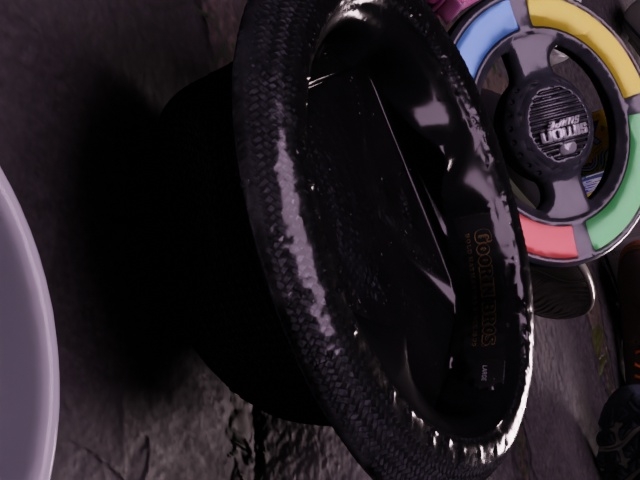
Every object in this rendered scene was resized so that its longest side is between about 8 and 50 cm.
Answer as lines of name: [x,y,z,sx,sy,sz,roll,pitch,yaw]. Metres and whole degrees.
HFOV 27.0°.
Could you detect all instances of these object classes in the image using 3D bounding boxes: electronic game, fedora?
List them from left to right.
fedora: [0.000,0.000,0.799,0.334,0.153,0.334,28,56,-51]
electronic game: [0.182,-0.091,1.078,0.229,0.048,0.229,4,81,-29]

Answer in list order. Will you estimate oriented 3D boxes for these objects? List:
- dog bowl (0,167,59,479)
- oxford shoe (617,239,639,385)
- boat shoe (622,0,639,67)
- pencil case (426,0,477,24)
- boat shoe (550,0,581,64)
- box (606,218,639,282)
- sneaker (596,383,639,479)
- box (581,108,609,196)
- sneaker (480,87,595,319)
dog bowl: [-0.221,0.046,0.474,0.265,0.104,0.264,29,55,-51]
oxford shoe: [0.362,0.134,1.394,0.098,0.097,0.271,-30,104,-52]
boat shoe: [0.441,-0.126,1.577,0.136,0.156,0.367,10,39,-46]
pencil case: [0.116,-0.240,1.137,0.098,0.095,0.209,39,34,11]
boat shoe: [0.232,-0.322,1.311,0.113,0.103,0.302,-12,99,-53]
box: [0.378,0.009,1.453,0.102,0.101,0.087,-48,119,-54]
sneaker: [0.376,0.235,1.330,0.283,0.110,0.122,49,41,-17]
box: [0.236,-0.069,1.229,0.169,0.059,0.054,52,21,-79]
sneaker: [0.184,-0.032,1.176,0.222,0.083,0.118,50,40,-35]
